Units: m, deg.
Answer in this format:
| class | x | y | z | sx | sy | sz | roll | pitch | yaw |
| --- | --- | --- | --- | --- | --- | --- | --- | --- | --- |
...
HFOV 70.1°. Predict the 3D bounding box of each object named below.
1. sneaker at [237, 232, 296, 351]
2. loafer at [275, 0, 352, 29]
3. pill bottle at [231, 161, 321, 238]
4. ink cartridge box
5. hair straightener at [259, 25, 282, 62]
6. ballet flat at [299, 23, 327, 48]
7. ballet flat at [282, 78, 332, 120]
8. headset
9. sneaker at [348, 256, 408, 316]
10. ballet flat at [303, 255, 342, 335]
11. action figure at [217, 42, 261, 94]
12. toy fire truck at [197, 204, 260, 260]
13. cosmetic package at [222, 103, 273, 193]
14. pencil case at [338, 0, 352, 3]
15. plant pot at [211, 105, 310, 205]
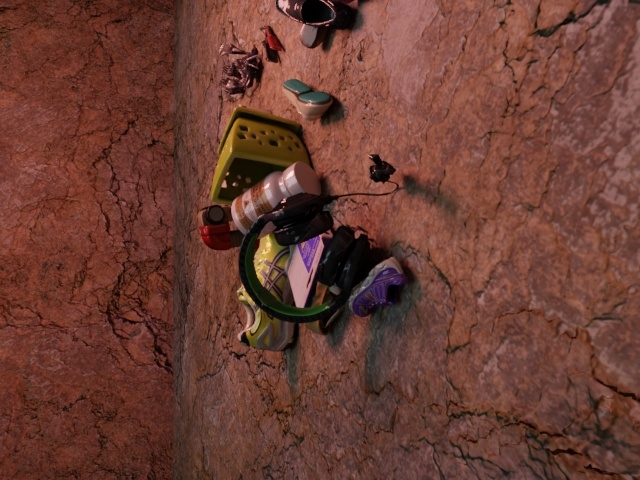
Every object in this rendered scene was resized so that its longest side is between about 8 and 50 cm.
| class | x | y | z | sx | sy | sz | roll | pitch | yaw |
| --- | --- | --- | --- | --- | --- | --- | --- | --- | --- |
| sneaker | -0.151 | 0.114 | 1.280 | 0.145 | 0.147 | 0.386 | 153 | 119 | -61 |
| loafer | -0.027 | -0.558 | 1.094 | 0.223 | 0.078 | 0.076 | 29 | 120 | 27 |
| pill bottle | -0.115 | -0.106 | 1.196 | 0.229 | 0.131 | 0.131 | -29 | 59 | 32 |
| ink cartridge box | -0.024 | 0.056 | 1.117 | 0.208 | 0.045 | 0.207 | -111 | 35 | -59 |
| hair straightener | -0.180 | -0.648 | 1.525 | 0.089 | 0.047 | 0.231 | -63 | 35 | 37 |
| ballet flat | 0.018 | -0.601 | 1.136 | 0.084 | 0.058 | 0.250 | 40 | 125 | 23 |
| ballet flat | -0.031 | -0.358 | 1.193 | 0.248 | 0.086 | 0.086 | 55 | 134 | 52 |
| headset | 0.000 | 0.000 | 0.889 | 0.394 | 0.243 | 0.185 | -46 | 0 | 14 |
| sneaker | 0.110 | 0.105 | 0.874 | 0.071 | 0.068 | 0.170 | 57 | 144 | 24 |
| ballet flat | 0.026 | 0.120 | 1.043 | 0.073 | 0.080 | 0.233 | 34 | 124 | 27 |
| action figure | -0.307 | -0.622 | 1.672 | 0.275 | 0.140 | 0.164 | -178 | 93 | -66 |
| toy fire truck | -0.269 | 0.000 | 1.472 | 0.158 | 0.216 | 0.247 | -1 | 101 | 62 |
| cosmetic package | -0.240 | -0.275 | 1.533 | 0.160 | 0.113 | 0.310 | 60 | 137 | 46 |
| pencil case | 0.092 | -0.570 | 0.950 | 0.209 | 0.095 | 0.098 | -155 | 64 | -63 |
| plant pot | -0.177 | -0.235 | 1.297 | 0.228 | 0.226 | 0.207 | 131 | 140 | -50 |
